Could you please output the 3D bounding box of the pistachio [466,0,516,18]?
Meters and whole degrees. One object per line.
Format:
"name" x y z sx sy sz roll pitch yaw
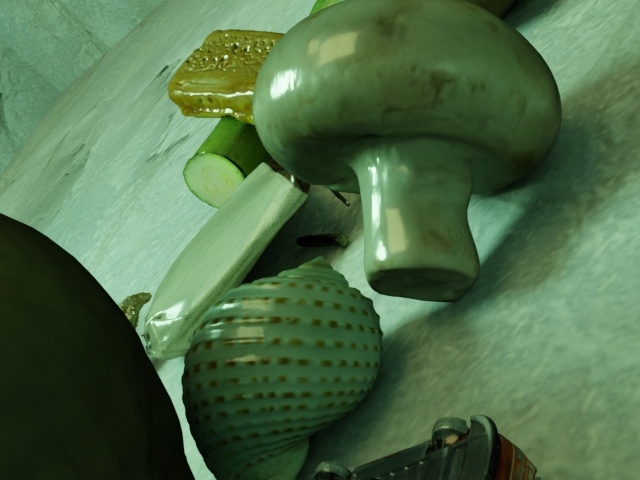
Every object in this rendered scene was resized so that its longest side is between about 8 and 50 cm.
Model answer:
"pistachio" 0.165 -0.310 1.222 0.260 0.163 0.213 -38 39 -12

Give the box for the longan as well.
"longan" -0.284 0.175 0.798 0.404 0.436 0.404 -12 39 10

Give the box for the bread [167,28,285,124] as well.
"bread" -0.065 -0.192 1.437 0.271 0.077 0.139 11 57 38

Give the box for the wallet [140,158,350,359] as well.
"wallet" -0.097 0.012 1.262 0.275 0.068 0.335 -48 12 -1

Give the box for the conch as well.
"conch" -0.044 0.103 0.893 0.200 0.131 0.172 -55 22 -21

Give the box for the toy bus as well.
"toy bus" 0.051 0.162 0.661 0.174 0.077 0.079 -29 27 41

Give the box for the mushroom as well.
"mushroom" 0.066 -0.067 0.897 0.243 0.243 0.243 -41 21 19

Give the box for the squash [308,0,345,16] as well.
"squash" 0.092 -0.357 1.519 0.395 0.107 0.107 -50 20 -4

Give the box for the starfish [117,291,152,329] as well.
"starfish" -0.378 0.146 1.296 0.084 0.294 0.301 90 -161 -68

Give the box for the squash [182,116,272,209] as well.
"squash" -0.097 -0.129 1.512 0.095 0.095 0.188 -29 22 42

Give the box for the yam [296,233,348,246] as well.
"yam" 0.000 0.000 1.168 0.014 0.014 0.107 -54 20 -16
